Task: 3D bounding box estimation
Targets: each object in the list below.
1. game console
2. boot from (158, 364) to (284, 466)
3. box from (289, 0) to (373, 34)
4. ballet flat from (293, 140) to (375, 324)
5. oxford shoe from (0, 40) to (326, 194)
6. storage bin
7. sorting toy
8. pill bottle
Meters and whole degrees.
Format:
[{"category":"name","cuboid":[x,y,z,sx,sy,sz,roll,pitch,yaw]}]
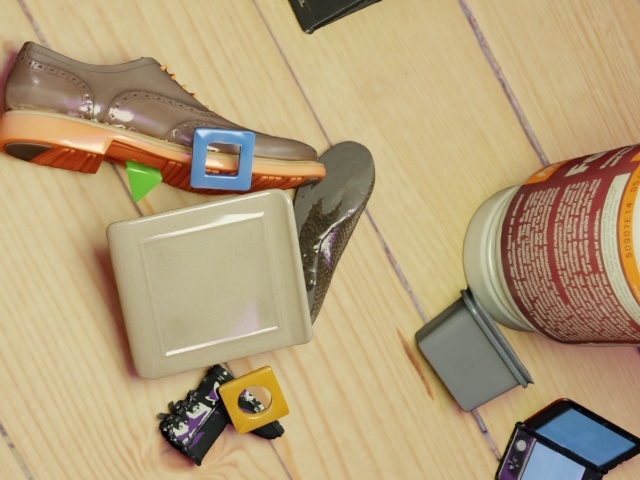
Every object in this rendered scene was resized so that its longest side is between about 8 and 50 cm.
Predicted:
[{"category":"game console","cuboid":[0.309,0.275,1.603,0.144,0.085,0.124,30,75,-18]},{"category":"boot","cuboid":[-0.112,0.208,1.450,0.121,0.045,0.099,45,71,-11]},{"category":"box","cuboid":[0.042,-0.443,1.421,0.179,0.312,0.343,-28,97,-23]},{"category":"ballet flat","cuboid":[0.000,0.000,1.513,0.084,0.058,0.250,15,72,14]},{"category":"oxford shoe","cuboid":[-0.160,-0.132,1.414,0.363,0.130,0.133,10,76,-22]},{"category":"storage bin","cuboid":[0.179,0.133,1.563,0.091,0.098,0.135,-33,101,6]},{"category":"sorting toy","cuboid":[-0.117,0.045,1.388,0.196,0.047,0.348,-11,110,-8]},{"category":"pill bottle","cuboid":[0.338,0.008,1.469,0.224,0.392,0.224,2,85,-24]}]
